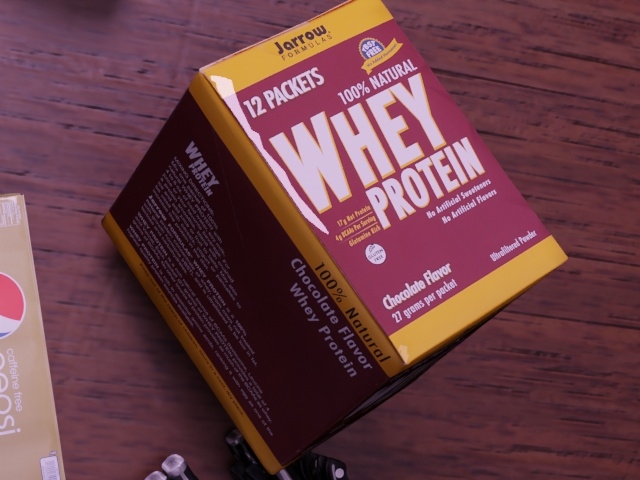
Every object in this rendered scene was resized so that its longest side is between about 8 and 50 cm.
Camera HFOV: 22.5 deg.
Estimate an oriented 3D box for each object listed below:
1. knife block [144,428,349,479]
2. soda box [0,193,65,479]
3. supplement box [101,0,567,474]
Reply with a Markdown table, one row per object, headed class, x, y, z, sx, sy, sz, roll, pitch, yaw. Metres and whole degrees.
| class | x | y | z | sx | sy | sz | roll | pitch | yaw |
| --- | --- | --- | --- | --- | --- | --- | --- | --- | --- |
| knife block | -0.018 | 0.264 | 1.016 | 0.242 | 0.088 | 0.276 | 10 | 86 | -20 |
| soda box | -0.197 | 0.064 | 0.964 | 0.058 | 0.061 | 0.181 | -8 | 92 | -20 |
| supplement box | 0.000 | 0.000 | 0.931 | 0.129 | 0.194 | 0.191 | -29 | 80 | -33 |
